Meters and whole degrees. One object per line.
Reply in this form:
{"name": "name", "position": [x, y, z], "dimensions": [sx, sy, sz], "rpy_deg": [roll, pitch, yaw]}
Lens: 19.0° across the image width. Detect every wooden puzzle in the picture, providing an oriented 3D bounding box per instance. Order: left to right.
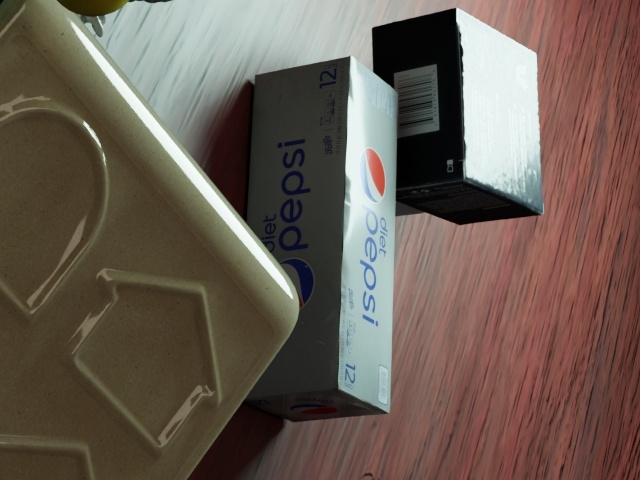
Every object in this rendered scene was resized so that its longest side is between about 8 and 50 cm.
{"name": "wooden puzzle", "position": [-0.190, 0.064, 1.150], "dimensions": [0.348, 0.080, 0.322], "rpy_deg": [-57, 133, -23]}

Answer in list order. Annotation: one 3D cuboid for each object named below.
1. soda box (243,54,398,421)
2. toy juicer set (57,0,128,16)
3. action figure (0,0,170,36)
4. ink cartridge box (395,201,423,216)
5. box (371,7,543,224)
{"name": "soda box", "position": [0.000, 0.000, 1.570], "dimensions": [0.091, 0.098, 0.286], "rpy_deg": [30, 57, -55]}
{"name": "toy juicer set", "position": [-0.210, -0.142, 1.034], "dimensions": [0.329, 0.209, 0.089], "rpy_deg": [-60, 167, -49]}
{"name": "action figure", "position": [-0.172, -0.152, 1.248], "dimensions": [0.164, 0.141, 0.276], "rpy_deg": [-43, 124, -55]}
{"name": "ink cartridge box", "position": [0.092, -0.103, 1.805], "dimensions": [0.181, 0.061, 0.104], "rpy_deg": [-45, 122, -56]}
{"name": "box", "position": [0.123, -0.106, 1.702], "dimensions": [0.158, 0.093, 0.156], "rpy_deg": [18, 67, -55]}
